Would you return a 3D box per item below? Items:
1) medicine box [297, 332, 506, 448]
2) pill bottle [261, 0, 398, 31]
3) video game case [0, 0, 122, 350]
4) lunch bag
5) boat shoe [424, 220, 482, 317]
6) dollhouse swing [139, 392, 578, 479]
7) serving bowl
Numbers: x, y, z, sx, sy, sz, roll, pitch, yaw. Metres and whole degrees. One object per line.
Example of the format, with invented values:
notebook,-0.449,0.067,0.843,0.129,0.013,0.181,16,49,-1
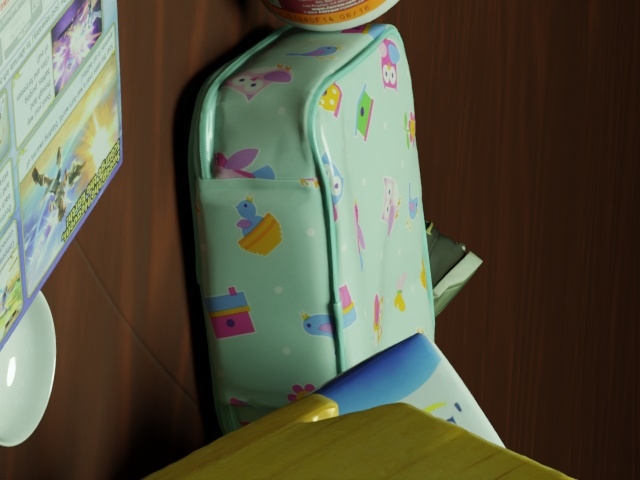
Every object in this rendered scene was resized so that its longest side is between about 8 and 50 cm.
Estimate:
medicine box,0.092,0.237,1.110,0.289,0.149,0.263,57,-1,23
pill bottle,-0.016,-0.237,1.157,0.221,0.121,0.121,60,38,-57
video game case,-0.162,-0.058,0.793,0.269,0.061,0.244,-64,162,-48
lunch bag,0.000,0.000,1.258,0.224,0.108,0.279,-52,140,-61
boat shoe,0.056,0.043,1.489,0.081,0.069,0.228,-52,171,27
dollhouse swing,0.003,0.293,0.826,0.315,0.347,0.305,-26,107,-20
serving bowl,-0.162,0.060,0.924,0.083,0.027,0.083,3,90,-71
